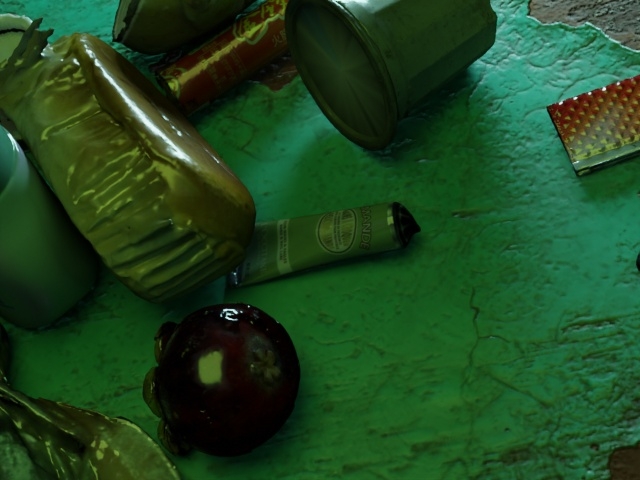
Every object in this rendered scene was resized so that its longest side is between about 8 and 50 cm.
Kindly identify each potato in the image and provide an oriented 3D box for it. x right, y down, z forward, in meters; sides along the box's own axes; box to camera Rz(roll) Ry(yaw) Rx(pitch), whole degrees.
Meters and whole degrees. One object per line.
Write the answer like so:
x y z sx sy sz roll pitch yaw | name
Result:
-0.141 -0.370 1.623 0.196 0.246 0.299 19 91 -16 | potato

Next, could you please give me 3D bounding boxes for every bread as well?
-0.228 -0.100 1.465 0.183 0.236 0.388 -36 63 -2 | bread

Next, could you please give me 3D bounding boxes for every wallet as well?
0.376 -0.149 1.457 0.197 0.020 0.103 -19 57 2 | wallet

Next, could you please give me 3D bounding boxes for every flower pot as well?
0.095 -0.241 1.501 0.203 0.212 0.212 -30 56 -22 | flower pot

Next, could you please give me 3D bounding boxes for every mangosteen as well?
-0.114 0.151 1.332 0.180 0.166 0.166 -18 53 33 | mangosteen

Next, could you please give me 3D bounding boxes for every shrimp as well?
-0.295 0.243 1.351 0.221 0.110 0.445 -32 61 -13 | shrimp

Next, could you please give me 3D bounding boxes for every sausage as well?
-0.090 -0.256 1.612 0.264 0.083 0.083 -36 58 -9 | sausage

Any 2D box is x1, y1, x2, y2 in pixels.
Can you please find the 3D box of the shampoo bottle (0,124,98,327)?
-0.388 -0.049 1.397 0.151 0.349 0.222 -38 58 -9 | shampoo bottle

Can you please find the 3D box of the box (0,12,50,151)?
-0.401 -0.214 1.629 0.151 0.135 0.151 -6 58 9 | box

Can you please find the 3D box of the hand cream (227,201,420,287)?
0.000 0.000 1.449 0.235 0.055 0.086 -10 55 17 | hand cream

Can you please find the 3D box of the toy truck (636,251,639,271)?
0.397 -0.021 1.344 0.088 0.074 0.201 10 63 15 | toy truck
